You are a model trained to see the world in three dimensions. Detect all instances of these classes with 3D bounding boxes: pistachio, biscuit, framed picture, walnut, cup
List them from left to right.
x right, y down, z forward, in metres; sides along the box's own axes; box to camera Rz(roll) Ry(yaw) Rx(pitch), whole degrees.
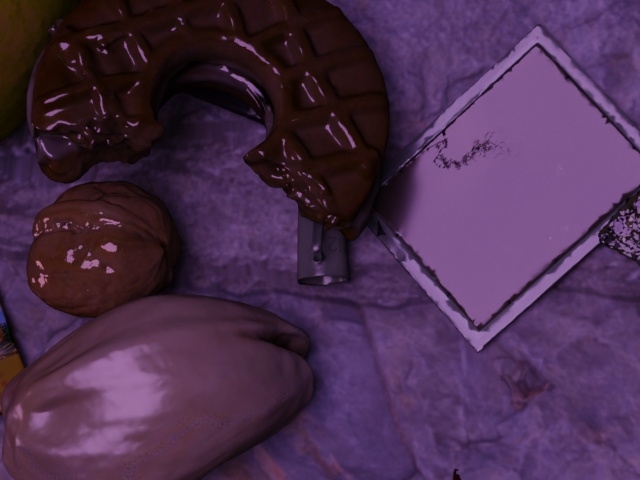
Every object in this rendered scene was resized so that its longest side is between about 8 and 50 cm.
[{"bbox_3d":[-0.227,0.009,1.765,0.167,0.149,0.166,-18,43,18],"label":"walnut"},{"bbox_3d":[-0.163,0.164,1.695,0.332,0.226,0.207,-24,44,-2],"label":"pistachio"},{"bbox_3d":[-0.102,-0.154,1.697,0.366,0.115,0.268,16,65,-4],"label":"biscuit"},{"bbox_3d":[-0.004,0.001,1.735,0.054,0.075,0.083,-9,78,33],"label":"cup"},{"bbox_3d":[0.192,-0.053,1.715,0.273,0.016,0.216,-42,75,8],"label":"framed picture"}]

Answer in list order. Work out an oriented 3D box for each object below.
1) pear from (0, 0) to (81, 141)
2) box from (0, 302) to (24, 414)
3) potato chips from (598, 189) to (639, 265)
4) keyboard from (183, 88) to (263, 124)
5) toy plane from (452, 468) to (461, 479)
[{"bbox_3d":[-0.441,-0.257,1.739,0.391,0.391,0.391,-2,83,16],"label":"pear"},{"bbox_3d":[-0.376,0.118,1.838,0.087,0.023,0.155,-21,77,-8],"label":"box"},{"bbox_3d":[0.388,0.029,1.635,0.202,0.029,0.220,-17,80,4],"label":"potato chips"},{"bbox_3d":[-0.110,-0.180,1.815,0.231,0.023,0.072,22,83,16],"label":"keyboard"},{"bbox_3d":[0.094,0.308,1.628,0.077,0.194,0.126,6,60,-4],"label":"toy plane"}]
